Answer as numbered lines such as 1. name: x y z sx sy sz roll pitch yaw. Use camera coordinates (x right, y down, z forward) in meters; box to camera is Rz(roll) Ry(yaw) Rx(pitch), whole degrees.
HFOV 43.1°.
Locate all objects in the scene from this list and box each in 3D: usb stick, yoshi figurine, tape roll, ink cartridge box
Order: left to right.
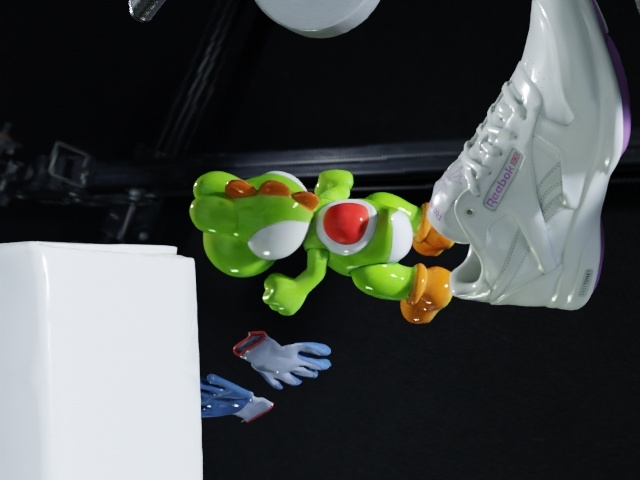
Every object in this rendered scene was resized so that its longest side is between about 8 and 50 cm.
1. ink cartridge box: -0.220 0.202 0.430 0.286 0.166 0.394 -4 -94 14
2. usb stick: -0.263 -0.502 1.453 0.278 0.045 0.077 -37 -117 39
3. yoshi figurine: -0.007 0.000 1.113 0.203 0.362 0.203 -104 -148 -64
4. tape roll: -0.005 -0.436 1.282 0.219 0.072 0.219 1 -87 16

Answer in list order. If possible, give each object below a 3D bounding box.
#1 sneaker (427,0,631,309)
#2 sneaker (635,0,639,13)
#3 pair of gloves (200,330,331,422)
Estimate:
1. sneaker: 0.167 -0.063 0.677 0.152 0.305 0.114 -2 -149 3
2. sneaker: 0.295 -0.130 0.554 0.105 0.296 0.147 -33 -159 33
3. pair of gloves: -0.087 0.172 1.002 0.198 0.159 0.023 -34 -128 19
